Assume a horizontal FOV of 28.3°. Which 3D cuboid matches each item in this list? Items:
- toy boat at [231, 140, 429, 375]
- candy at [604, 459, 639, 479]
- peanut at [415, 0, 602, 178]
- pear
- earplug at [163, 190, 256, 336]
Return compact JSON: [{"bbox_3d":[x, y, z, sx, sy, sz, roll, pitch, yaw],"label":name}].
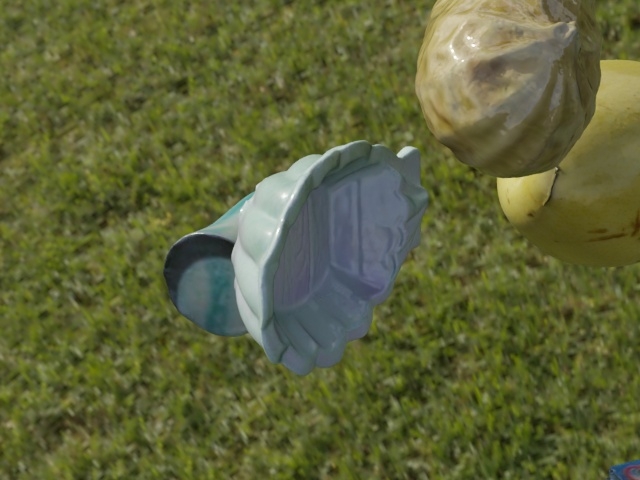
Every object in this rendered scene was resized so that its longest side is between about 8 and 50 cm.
[{"bbox_3d":[0.000,0.000,1.143,0.100,0.199,0.290,15,26,30],"label":"toy boat"},{"bbox_3d":[0.406,0.224,1.032,0.306,0.100,0.157,-13,16,-6],"label":"candy"},{"bbox_3d":[0.154,-0.156,1.006,0.140,0.153,0.325,29,33,-2],"label":"peanut"},{"bbox_3d":[0.392,-0.107,1.786,0.309,0.309,0.309,-12,47,13],"label":"pear"},{"bbox_3d":[-0.104,-0.001,2.105,0.185,0.185,0.324,2,28,24],"label":"earplug"}]
